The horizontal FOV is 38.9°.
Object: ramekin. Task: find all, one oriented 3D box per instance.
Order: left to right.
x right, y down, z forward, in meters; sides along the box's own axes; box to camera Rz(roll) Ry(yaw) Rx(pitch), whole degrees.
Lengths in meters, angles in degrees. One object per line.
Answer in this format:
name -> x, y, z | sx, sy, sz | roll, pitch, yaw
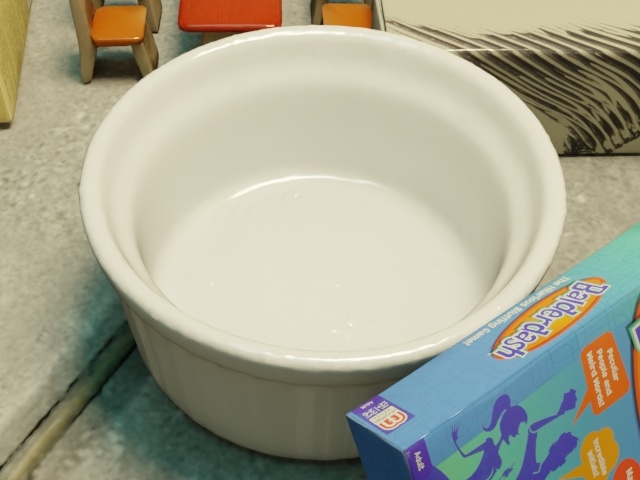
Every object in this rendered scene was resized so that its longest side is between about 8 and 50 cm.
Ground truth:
ramekin -> 0.000, 0.000, 0.567 | 0.277, 0.135, 0.277 | 1, 48, -1

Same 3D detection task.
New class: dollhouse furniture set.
dollhouse furniture set -> -0.076, -0.260, 0.793 | 0.262, 0.135, 0.259 | -1, 49, -3

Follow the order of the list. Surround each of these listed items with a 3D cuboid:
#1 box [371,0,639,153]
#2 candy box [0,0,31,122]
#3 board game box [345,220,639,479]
box -> 0.178, -0.134, 0.710 | 0.275, 0.113, 0.094 | -2, 50, -3
candy box -> -0.352, -0.228, 0.786 | 0.183, 0.087, 0.316 | -4, 49, -6
board game box -> 0.126, 0.105, 0.463 | 0.210, 0.160, 0.047 | -30, 27, -25
